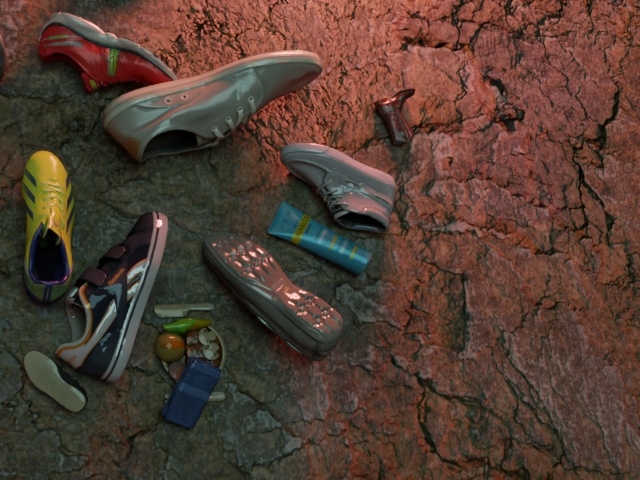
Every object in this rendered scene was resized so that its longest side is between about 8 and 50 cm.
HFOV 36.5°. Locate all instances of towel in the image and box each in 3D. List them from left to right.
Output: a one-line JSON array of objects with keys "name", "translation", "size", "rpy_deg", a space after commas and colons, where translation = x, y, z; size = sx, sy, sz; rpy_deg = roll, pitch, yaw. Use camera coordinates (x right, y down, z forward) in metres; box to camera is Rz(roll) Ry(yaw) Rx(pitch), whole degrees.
[{"name": "towel", "translation": [-0.228, 0.270, 1.717], "size": [0.067, 0.029, 0.119], "rpy_deg": [30, 82, -25]}]

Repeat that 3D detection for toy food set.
[{"name": "toy food set", "translation": [-0.232, 0.201, 1.757], "size": [0.132, 0.038, 0.192], "rpy_deg": [-3, 72, -23]}]

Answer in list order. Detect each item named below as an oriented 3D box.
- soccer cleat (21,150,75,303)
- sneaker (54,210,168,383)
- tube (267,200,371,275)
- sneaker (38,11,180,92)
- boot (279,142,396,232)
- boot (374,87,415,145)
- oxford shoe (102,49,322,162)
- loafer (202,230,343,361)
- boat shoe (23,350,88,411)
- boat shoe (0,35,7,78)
[{"name": "soccer cleat", "translation": [-0.474, -0.032, 1.701], "size": [0.093, 0.121, 0.289], "rpy_deg": [2, 69, -21]}, {"name": "sneaker", "translation": [-0.366, 0.078, 1.701], "size": [0.127, 0.126, 0.321], "rpy_deg": [23, 65, -19]}, {"name": "tube", "translation": [0.000, 0.000, 1.929], "size": [0.207, 0.052, 0.080], "rpy_deg": [27, 53, -3]}, {"name": "sneaker", "translation": [-0.409, -0.333, 1.873], "size": [0.279, 0.107, 0.118], "rpy_deg": [23, 82, -9]}, {"name": "boot", "translation": [0.034, -0.101, 1.947], "size": [0.258, 0.095, 0.123], "rpy_deg": [18, 58, -16]}, {"name": "boot", "translation": [0.183, -0.266, 2.105], "size": [0.106, 0.037, 0.114], "rpy_deg": [-25, 78, -15]}, {"name": "oxford shoe", "translation": [-0.193, -0.256, 1.879], "size": [0.449, 0.169, 0.130], "rpy_deg": [-21, 76, -20]}, {"name": "loafer", "translation": [-0.101, 0.106, 1.810], "size": [0.319, 0.111, 0.112], "rpy_deg": [41, 43, 16]}, {"name": "boat shoe", "translation": [-0.452, 0.240, 1.655], "size": [0.133, 0.042, 0.049], "rpy_deg": [43, 86, -1]}, {"name": "boat shoe", "translation": [-0.698, -0.440, 1.761], "size": [0.130, 0.132, 0.355], "rpy_deg": [-26, 81, -28]}]
